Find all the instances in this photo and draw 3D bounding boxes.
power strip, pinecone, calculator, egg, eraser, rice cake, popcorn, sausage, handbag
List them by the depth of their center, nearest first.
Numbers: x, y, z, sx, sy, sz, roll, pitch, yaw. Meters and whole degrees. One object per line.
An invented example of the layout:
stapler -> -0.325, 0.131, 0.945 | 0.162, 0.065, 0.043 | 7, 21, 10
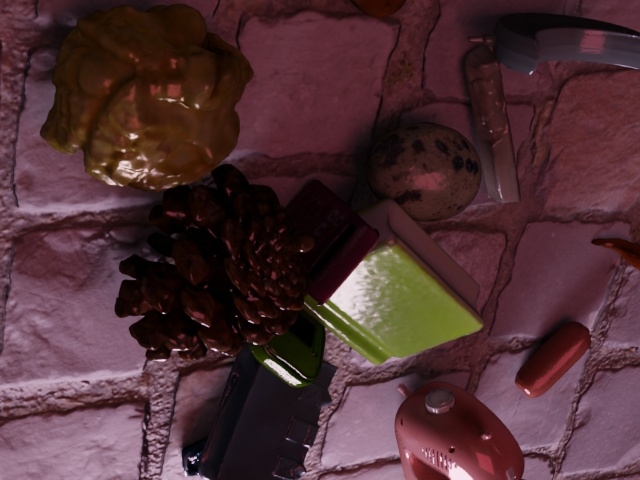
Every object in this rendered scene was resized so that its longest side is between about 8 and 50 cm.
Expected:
popcorn -> -0.210, -0.168, 1.628 | 0.255, 0.195, 0.256 | -35, 130, 3
pinecone -> -0.140, 0.037, 1.756 | 0.309, 0.244, 0.244 | -30, 137, 27
calculator -> 0.000, 0.000, 1.851 | 0.034, 0.190, 0.127 | 36, 95, -37
power strip -> 0.326, -0.275, 1.908 | 0.253, 0.167, 0.054 | -5, 113, -26
egg -> 0.142, -0.098, 1.917 | 0.181, 0.141, 0.141 | 4, 115, -36
eraser -> 0.086, 0.068, 1.958 | 0.210, 0.092, 0.274 | -23, 140, 26
rice cake -> 0.256, -0.165, 2.003 | 0.052, 0.057, 0.256 | -29, 129, -16
handbag -> -0.072, 0.269, 2.014 | 0.179, 0.062, 0.229 | 25, 82, -41
sausage -> 0.396, 0.201, 2.312 | 0.154, 0.062, 0.062 | -45, 131, -1

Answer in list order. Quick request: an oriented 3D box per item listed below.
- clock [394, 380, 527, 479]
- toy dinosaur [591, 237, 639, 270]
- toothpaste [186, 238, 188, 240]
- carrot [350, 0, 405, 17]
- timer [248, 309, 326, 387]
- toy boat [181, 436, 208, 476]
clock -> 0.207, 0.335, 2.161 | 0.142, 0.227, 0.241 | -40, 132, -24
toy dinosaur -> 0.649, 0.073, 2.374 | 0.432, 0.097, 0.208 | -10, 108, -32
toothpaste -> -0.131, -0.015, 1.874 | 0.140, 0.021, 0.037 | -30, 125, -9
carrot -> 0.046, -0.368, 1.732 | 0.087, 0.087, 0.193 | -40, 129, -5
timer -> -0.046, 0.134, 1.951 | 0.047, 0.128, 0.140 | -22, 132, 34
toy boat -> -0.143, 0.321, 2.043 | 0.137, 0.061, 0.060 | -12, 123, -27
